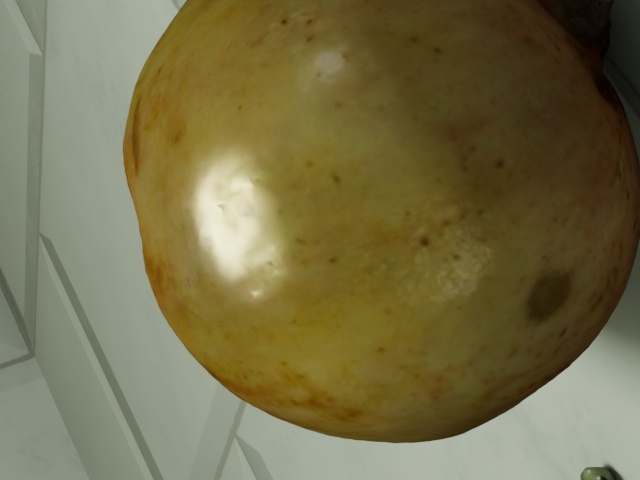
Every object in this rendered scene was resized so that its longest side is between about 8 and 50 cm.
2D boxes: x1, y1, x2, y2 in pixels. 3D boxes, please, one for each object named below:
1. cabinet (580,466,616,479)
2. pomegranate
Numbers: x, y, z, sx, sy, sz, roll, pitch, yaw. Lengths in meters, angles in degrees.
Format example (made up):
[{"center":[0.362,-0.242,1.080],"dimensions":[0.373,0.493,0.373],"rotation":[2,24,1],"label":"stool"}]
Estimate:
[{"center":[0.119,0.370,0.904],"dimensions":[0.227,0.318,0.290],"rotation":[46,147,42],"label":"cabinet"},{"center":[0.052,-0.047,0.788],"dimensions":[0.338,0.338,0.338],"rotation":[46,147,44],"label":"pomegranate"}]
